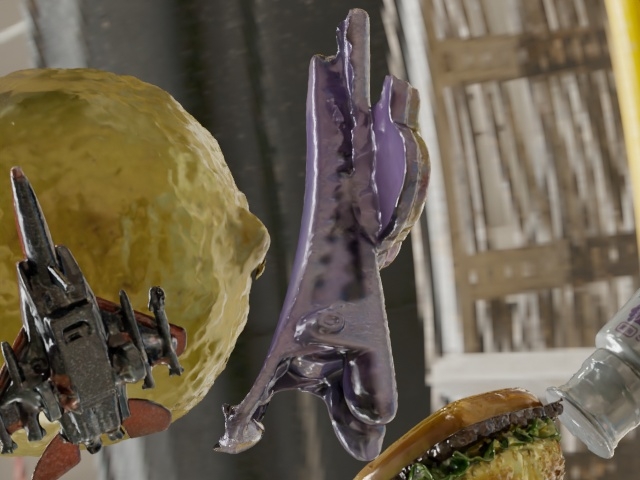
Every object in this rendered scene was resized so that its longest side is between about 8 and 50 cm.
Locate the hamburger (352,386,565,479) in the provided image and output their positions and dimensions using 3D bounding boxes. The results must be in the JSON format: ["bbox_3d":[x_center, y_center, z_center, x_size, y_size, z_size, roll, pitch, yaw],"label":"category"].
[{"bbox_3d":[0.090,0.172,1.285,0.137,0.166,0.087,-8,-117,-44],"label":"hamburger"}]

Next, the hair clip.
[{"bbox_3d":[0.013,0.006,1.049,0.090,0.137,0.278,16,-123,-4],"label":"hair clip"}]

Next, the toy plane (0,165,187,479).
[{"bbox_3d":[-0.136,0.045,1.018,0.130,0.061,0.189,-24,-49,-18],"label":"toy plane"}]

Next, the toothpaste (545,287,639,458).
[{"bbox_3d":[0.288,0.032,1.351,0.299,0.073,0.114,-42,-109,-11],"label":"toothpaste"}]

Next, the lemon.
[{"bbox_3d":[-0.195,0.015,1.306,0.322,0.268,0.268,-4,-92,-3],"label":"lemon"}]
